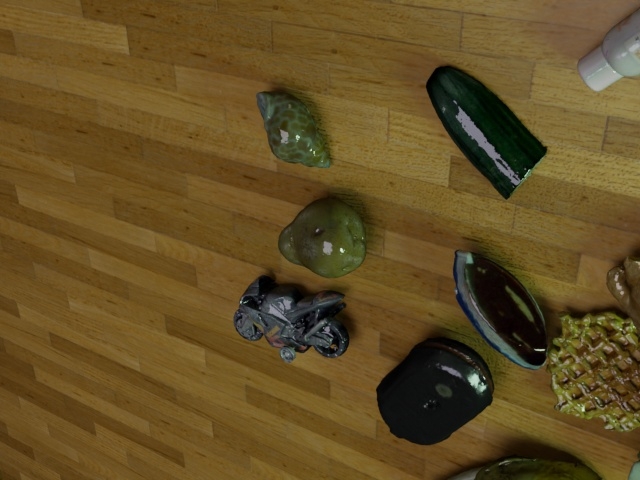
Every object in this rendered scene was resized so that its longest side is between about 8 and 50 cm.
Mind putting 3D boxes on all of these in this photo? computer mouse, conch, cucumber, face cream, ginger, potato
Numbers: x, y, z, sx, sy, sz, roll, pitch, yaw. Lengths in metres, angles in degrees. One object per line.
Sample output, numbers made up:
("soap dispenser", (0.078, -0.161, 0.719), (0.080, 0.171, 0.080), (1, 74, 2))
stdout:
("computer mouse", (0.232, 0.297, 1.569), (0.183, 0.116, 0.323), (41, 139, 6))
("conch", (-0.058, -0.214, 1.483), (0.173, 0.106, 0.116), (58, 158, 17))
("cucumber", (0.258, -0.183, 1.301), (0.244, 0.063, 0.115), (48, 132, 4))
("face cream", (0.472, -0.295, 1.066), (0.269, 0.082, 0.082), (-34, 94, 42))
("ginger", (0.557, 0.072, 1.212), (0.216, 0.102, 0.157), (-36, 69, 46))
("potato", (0.000, 0.000, 1.535), (0.194, 0.157, 0.157), (-10, 110, 41))

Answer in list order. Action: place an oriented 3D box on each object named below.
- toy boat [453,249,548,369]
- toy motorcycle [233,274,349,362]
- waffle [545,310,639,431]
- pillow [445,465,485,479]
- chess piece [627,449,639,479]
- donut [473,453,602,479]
("toy boat", (0.319, 0.127, 1.417), (0.262, 0.114, 0.115), (51, 165, 5))
("toy motorcycle", (-0.074, 0.164, 1.717), (0.307, 0.108, 0.173), (4, 113, 31))
("waffle", (0.518, 0.228, 1.367), (0.254, 0.052, 0.245), (6, 118, 32))
("pillow", (0.342, 0.549, 1.668), (0.144, 0.078, 0.254), (44, 134, -10))
("chess piece", (0.677, 0.446, 1.308), (0.299, 0.195, 0.194), (20, 127, 36))
("donut", (0.424, 0.537, 1.525), (0.272, 0.107, 0.272), (5, 119, 10))
